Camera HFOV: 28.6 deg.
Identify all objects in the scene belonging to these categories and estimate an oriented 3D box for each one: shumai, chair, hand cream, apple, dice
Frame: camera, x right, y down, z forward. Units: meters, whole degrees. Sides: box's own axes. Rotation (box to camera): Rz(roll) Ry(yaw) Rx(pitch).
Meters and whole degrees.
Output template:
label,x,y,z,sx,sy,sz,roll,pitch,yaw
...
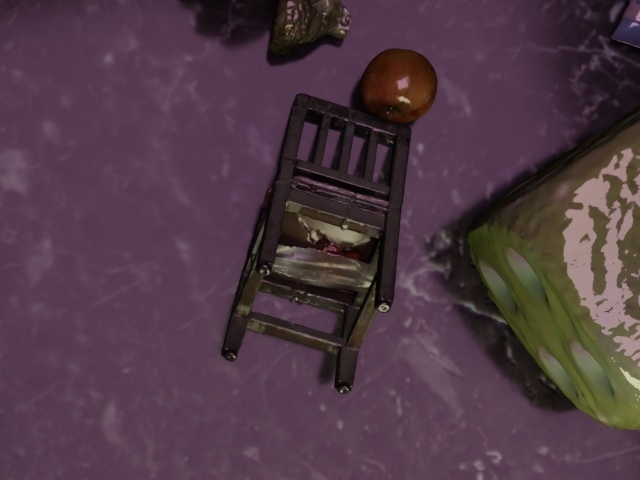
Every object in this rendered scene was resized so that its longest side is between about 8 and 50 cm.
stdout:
label,x,y,z,sx,sy,sz,roll,pitch,yaw
shumai,-0.009,-0.226,1.294,0.080,0.082,0.083,12,106,-6
chair,0.000,0.000,1.262,0.136,0.147,0.270,16,41,-7
hand cream,0.367,-0.287,1.350,0.065,0.043,0.171,18,89,1
apple,0.081,-0.161,1.291,0.084,0.084,0.071,16,74,-4
dice,0.313,0.018,1.218,0.254,0.250,0.252,-33,90,-7
